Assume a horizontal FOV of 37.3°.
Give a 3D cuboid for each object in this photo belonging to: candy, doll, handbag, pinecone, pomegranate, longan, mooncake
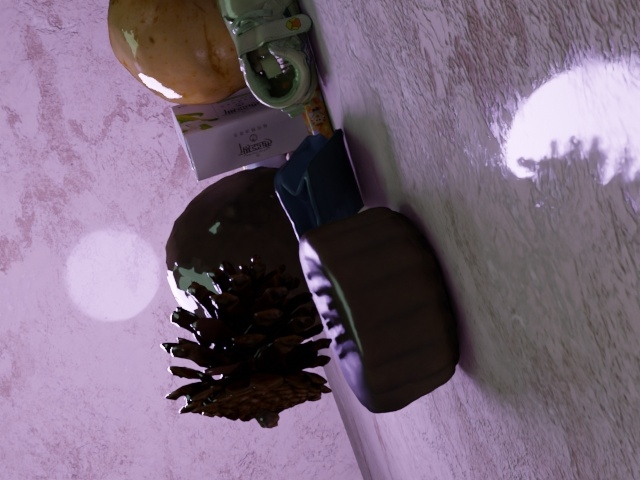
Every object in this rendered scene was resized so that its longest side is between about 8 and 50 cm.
[{"bbox_3d":[-0.010,-0.229,1.713,0.062,0.038,0.122,-133,23,-73],"label":"candy"},{"bbox_3d":[-0.130,-0.198,2.286,0.336,0.105,0.200,-94,-12,-60],"label":"doll"},{"bbox_3d":[0.006,-0.072,1.553,0.229,0.062,0.179,-58,-45,-59],"label":"handbag"},{"bbox_3d":[-0.109,0.148,1.394,0.264,0.264,0.264,160,90,-83],"label":"pinecone"},{"bbox_3d":[-0.229,-0.428,1.749,0.342,0.342,0.343,160,90,-83],"label":"pomegranate"},{"bbox_3d":[-0.124,0.036,1.992,0.391,0.391,0.391,160,90,-83],"label":"longan"},{"bbox_3d":[0.089,0.097,1.365,0.290,0.161,0.290,159,90,-82],"label":"mooncake"}]

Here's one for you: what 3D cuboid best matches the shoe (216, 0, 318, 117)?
[{"bbox_3d":[-0.078,-0.337,1.587,0.128,0.140,0.262,-101,-11,-67],"label":"shoe"}]

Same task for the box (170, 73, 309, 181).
[{"bbox_3d":[-0.160,-0.237,1.943,0.194,0.260,0.111,-124,19,-59],"label":"box"}]
